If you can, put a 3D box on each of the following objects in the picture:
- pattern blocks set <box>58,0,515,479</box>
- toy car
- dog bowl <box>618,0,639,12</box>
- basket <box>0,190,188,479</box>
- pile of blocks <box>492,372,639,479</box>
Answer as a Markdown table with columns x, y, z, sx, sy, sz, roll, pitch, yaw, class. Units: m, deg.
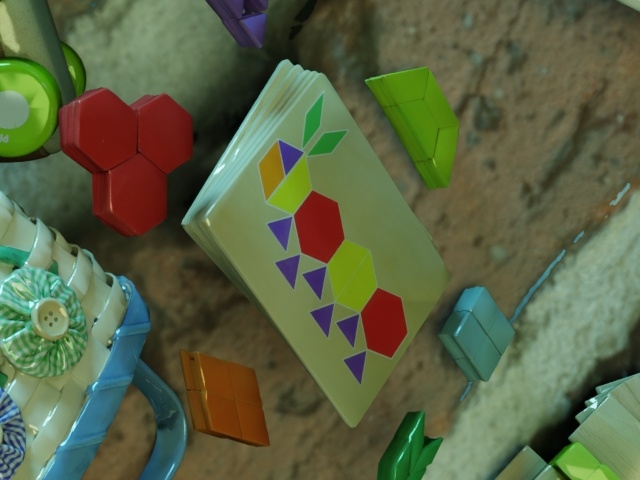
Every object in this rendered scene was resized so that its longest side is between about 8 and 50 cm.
| x | y | z | sx | sy | sz | roll | pitch | yaw | class |
| --- | --- | --- | --- | --- | --- | --- | --- | --- | --- |
| 0.000 | 0.000 | 0.953 | 0.285 | 0.026 | 0.325 | -45 | 117 | -38 | pattern blocks set |
| -0.240 | -0.098 | 0.895 | 0.188 | 0.155 | 0.149 | -17 | 102 | 1 | toy car |
| 0.252 | -0.259 | 0.941 | 0.264 | 0.104 | 0.265 | 4 | 132 | 4 | dog bowl |
| -0.197 | 0.118 | 0.874 | 0.289 | 0.201 | 0.255 | 58 | 42 | -40 | basket |
| 0.256 | 0.142 | 1.029 | 0.362 | 0.112 | 0.149 | -22 | 81 | -1 | pile of blocks |
